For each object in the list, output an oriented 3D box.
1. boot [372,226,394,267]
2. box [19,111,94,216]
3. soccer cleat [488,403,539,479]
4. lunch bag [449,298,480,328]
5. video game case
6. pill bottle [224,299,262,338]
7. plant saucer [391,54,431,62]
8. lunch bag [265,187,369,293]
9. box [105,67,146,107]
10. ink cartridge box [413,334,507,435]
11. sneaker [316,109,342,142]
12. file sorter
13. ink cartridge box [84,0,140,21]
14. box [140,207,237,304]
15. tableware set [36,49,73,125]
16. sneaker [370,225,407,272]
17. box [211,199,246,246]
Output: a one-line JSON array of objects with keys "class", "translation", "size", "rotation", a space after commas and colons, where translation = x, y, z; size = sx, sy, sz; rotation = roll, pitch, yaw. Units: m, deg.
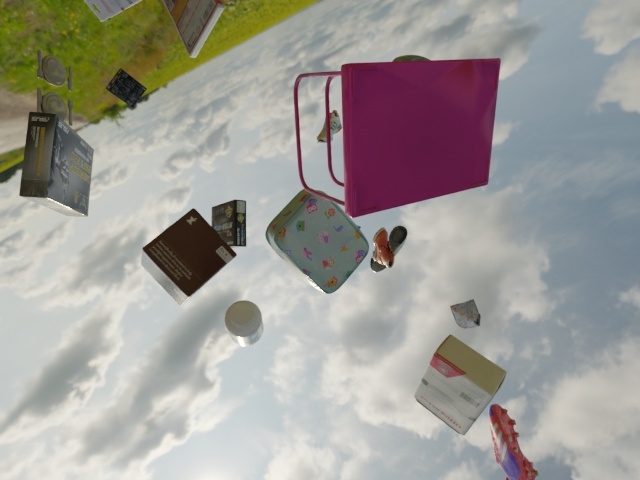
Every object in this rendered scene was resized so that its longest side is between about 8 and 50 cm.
[{"class": "boot", "translation": [0.226, 0.027, 1.421], "size": [0.059, 0.158, 0.084], "rotation": [-30, -132, -22]}, {"class": "box", "translation": [-0.599, -0.164, 0.950], "size": [0.056, 0.183, 0.231], "rotation": [2, 172, -10]}, {"class": "soccer cleat", "translation": [0.509, 0.570, 1.133], "size": [0.095, 0.248, 0.083], "rotation": [-26, -177, 40]}, {"class": "lunch bag", "translation": [0.460, 0.234, 1.293], "size": [0.053, 0.084, 0.071], "rotation": [-12, 168, -33]}, {"class": "video game case", "translation": [-0.399, -0.738, 1.233], "size": [0.025, 0.286, 0.204], "rotation": [-18, 168, -47]}, {"class": "pill bottle", "translation": [-0.303, 0.326, 1.635], "size": [0.146, 0.146, 0.264], "rotation": [-39, 164, -21]}, {"class": "plant saucer", "translation": [0.292, -0.468, 1.162], "size": [0.195, 0.195, 0.037], "rotation": [-47, 175, -33]}, {"class": "lunch bag", "translation": [0.000, 0.000, 1.168], "size": [0.224, 0.279, 0.107], "rotation": [-50, -150, -13]}, {"class": "box", "translation": [-0.513, -0.402, 1.086], "size": [0.018, 0.083, 0.067], "rotation": [38, -88, 25]}, {"class": "ink cartridge box", "translation": [0.344, 0.367, 1.035], "size": [0.158, 0.218, 0.092], "rotation": [33, -133, 26]}, {"class": "sneaker", "translation": [0.024, -0.391, 1.395], "size": [0.057, 0.076, 0.161], "rotation": [6, -142, 27]}, {"class": "file sorter", "translation": [0.118, -0.184, 0.680], "size": [0.290, 0.202, 0.182], "rotation": [-15, -155, -27]}, {"class": "ink cartridge box", "translation": [-0.359, -0.422, 0.705], "size": [0.083, 0.048, 0.028], "rotation": [-28, -118, 1]}, {"class": "box", "translation": [-0.359, 0.050, 1.102], "size": [0.167, 0.168, 0.203], "rotation": [-45, -174, -27]}, {"class": "tableware set", "translation": [-0.805, -0.450, 1.225], "size": [0.039, 0.195, 0.128], "rotation": [0, 180, 11]}, {"class": "sneaker", "translation": [0.388, 0.058, 2.251], "size": [0.111, 0.129, 0.297], "rotation": [43, -78, 23]}, {"class": "box", "translation": [-0.357, -0.057, 1.586], "size": [0.051, 0.176, 0.220], "rotation": [3, 175, -38]}]
